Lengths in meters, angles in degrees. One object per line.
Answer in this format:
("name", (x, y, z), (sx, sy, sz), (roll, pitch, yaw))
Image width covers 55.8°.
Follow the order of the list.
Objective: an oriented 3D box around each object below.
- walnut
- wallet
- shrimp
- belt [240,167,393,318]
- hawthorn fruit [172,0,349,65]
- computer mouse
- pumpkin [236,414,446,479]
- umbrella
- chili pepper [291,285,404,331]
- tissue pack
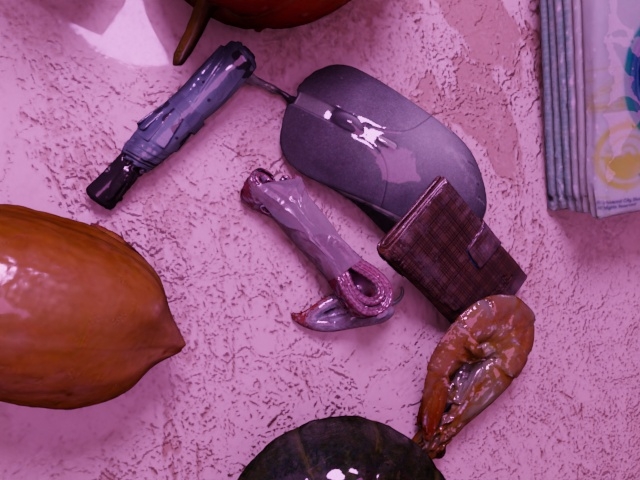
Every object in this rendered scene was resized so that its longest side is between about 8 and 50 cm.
("walnut", (-0.281, 0.073, 0.606), (0.297, 0.203, 0.203), (24, 84, -18))
("wallet", (0.174, 0.031, 0.770), (0.124, 0.042, 0.230), (-50, 123, -4))
("shrimp", (0.183, 0.186, 0.789), (0.145, 0.061, 0.267), (28, 101, -34))
("belt", (0.000, 0.000, 0.741), (0.071, 0.053, 0.232), (-43, 90, -17))
("hawthorn fruit", (-0.055, -0.341, 0.637), (0.284, 0.285, 0.369), (32, 91, -14))
("computer mouse", (0.061, -0.119, 0.758), (0.379, 0.090, 0.167), (27, 82, -13))
("pumpkin", (0.025, 0.352, 0.679), (0.300, 0.207, 0.301), (0, 76, -2))
("umbrella", (-0.174, -0.137, 0.700), (0.250, 0.052, 0.053), (-44, 85, -3))
("chili pepper", (0.040, 0.088, 0.776), (0.153, 0.041, 0.050), (-7, 57, -16))
("tissue pack", (0.446, -0.239, 0.809), (0.287, 0.162, 0.388), (-9, 101, -14))
